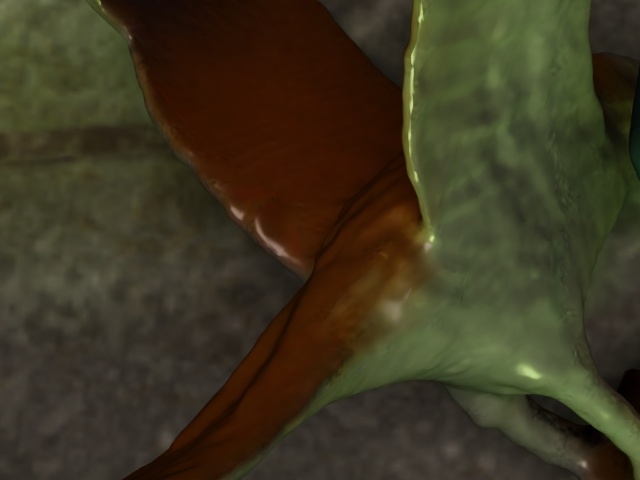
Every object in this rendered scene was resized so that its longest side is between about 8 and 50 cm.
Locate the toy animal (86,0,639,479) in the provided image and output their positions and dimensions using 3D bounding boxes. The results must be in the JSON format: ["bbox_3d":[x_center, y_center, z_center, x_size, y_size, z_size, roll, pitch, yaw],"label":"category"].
[{"bbox_3d":[0.017,0.011,0.515,0.302,0.225,0.284,39,60,-29],"label":"toy animal"}]

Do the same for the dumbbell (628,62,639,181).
[{"bbox_3d":[0.183,-0.136,0.533,0.143,0.156,0.316,25,65,-31],"label":"dumbbell"}]
